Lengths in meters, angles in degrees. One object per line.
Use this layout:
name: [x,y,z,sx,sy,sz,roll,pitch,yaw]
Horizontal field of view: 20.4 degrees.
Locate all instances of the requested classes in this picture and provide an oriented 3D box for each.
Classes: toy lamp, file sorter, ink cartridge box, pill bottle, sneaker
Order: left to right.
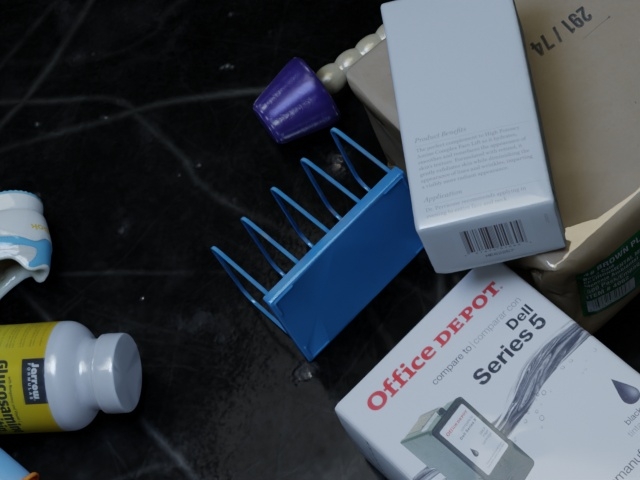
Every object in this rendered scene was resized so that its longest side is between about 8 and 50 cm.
sneaker: [-0.376,0.030,1.764,0.228,0.087,0.092,-22,61,7]
pill bottle: [-0.266,0.128,1.666,0.184,0.103,0.103,-5,62,15]
file sorter: [0.000,0.000,1.647,0.170,0.118,0.104,-45,56,-9]
toy lamp: [0.056,-0.193,1.754,0.274,0.080,0.080,-37,59,-4]
ink cartridge box: [0.177,0.174,1.498,0.198,0.115,0.273,-44,59,-9]

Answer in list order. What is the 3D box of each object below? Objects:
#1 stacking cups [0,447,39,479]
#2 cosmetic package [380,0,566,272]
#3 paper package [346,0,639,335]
stacking cups: [-0.300,0.216,1.595,0.316,0.096,0.096,37,77,4]
cosmetic package: [0.126,-0.099,1.486,0.117,0.085,0.231,-11,59,10]
paper package: [0.243,-0.128,1.611,0.325,0.168,0.309,-40,59,-7]
